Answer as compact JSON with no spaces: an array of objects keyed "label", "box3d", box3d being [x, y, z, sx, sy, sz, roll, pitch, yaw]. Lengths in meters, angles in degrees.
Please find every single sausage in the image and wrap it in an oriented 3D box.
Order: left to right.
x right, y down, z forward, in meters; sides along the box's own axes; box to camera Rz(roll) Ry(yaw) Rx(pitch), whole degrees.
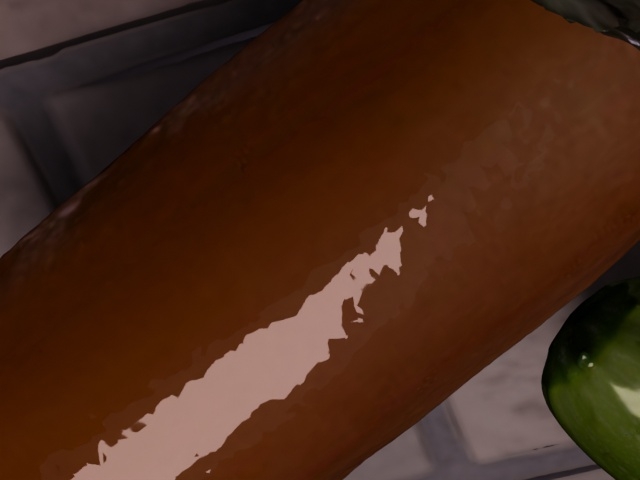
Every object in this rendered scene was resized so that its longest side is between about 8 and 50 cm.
[{"label":"sausage","box3d":[0.000,0.001,0.489,0.274,0.105,0.105,-40,118,5]}]

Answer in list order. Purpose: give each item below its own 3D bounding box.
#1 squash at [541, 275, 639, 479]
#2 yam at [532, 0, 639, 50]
[{"label":"squash","box3d":[0.184,0.094,0.601,0.292,0.082,0.082,37,120,-23]},{"label":"yam","box3d":[0.152,-0.125,0.356,0.348,0.241,0.241,25,124,-20]}]
